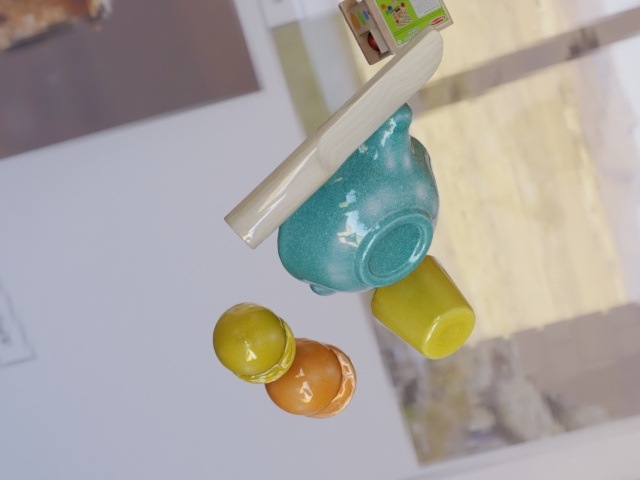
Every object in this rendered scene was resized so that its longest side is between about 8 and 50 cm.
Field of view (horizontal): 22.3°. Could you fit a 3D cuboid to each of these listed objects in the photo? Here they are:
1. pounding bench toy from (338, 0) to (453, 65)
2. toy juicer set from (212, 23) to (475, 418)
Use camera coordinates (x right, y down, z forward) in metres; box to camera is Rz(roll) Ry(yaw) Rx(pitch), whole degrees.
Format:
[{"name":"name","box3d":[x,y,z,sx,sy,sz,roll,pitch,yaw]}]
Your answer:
[{"name":"pounding bench toy","box3d":[0.066,-0.171,1.173,0.052,0.083,0.065,62,-14,-6]},{"name":"toy juicer set","box3d":[0.000,0.000,1.156,0.089,0.209,0.329,47,-19,36]}]
